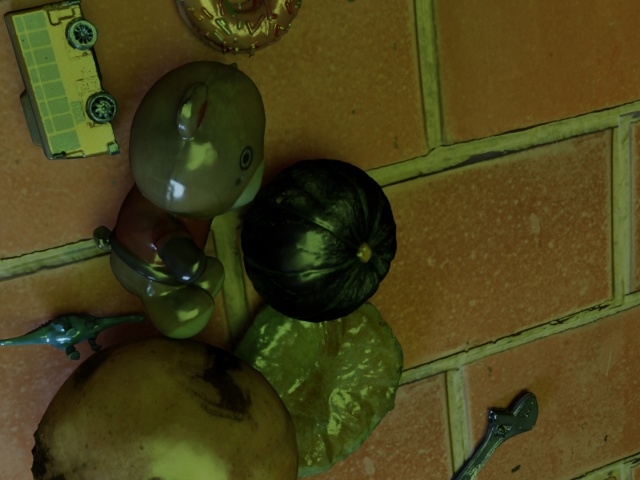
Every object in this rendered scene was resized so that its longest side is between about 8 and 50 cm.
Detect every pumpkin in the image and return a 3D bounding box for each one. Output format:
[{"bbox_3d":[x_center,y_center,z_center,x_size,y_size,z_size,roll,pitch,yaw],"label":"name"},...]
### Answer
[{"bbox_3d":[0.000,0.000,1.115,0.220,0.161,0.221,-21,119,-45],"label":"pumpkin"}]

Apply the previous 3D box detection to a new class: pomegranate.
[{"bbox_3d":[-0.187,0.267,1.045,0.322,0.322,0.322,-7,109,-20],"label":"pomegranate"}]

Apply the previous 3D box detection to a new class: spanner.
[{"bbox_3d":[0.259,0.386,1.443,0.093,0.026,0.325,35,93,-29],"label":"spanner"}]

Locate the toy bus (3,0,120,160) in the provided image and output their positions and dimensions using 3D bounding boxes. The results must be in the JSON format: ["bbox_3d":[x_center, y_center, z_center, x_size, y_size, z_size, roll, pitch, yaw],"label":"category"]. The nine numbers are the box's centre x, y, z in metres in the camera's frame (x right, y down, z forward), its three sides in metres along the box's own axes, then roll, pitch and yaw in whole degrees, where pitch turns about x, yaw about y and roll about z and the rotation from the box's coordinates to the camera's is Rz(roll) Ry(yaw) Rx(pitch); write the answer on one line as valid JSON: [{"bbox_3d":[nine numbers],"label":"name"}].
[{"bbox_3d":[-0.299,-0.182,0.987,0.103,0.091,0.182,-16,111,-15],"label":"toy bus"}]

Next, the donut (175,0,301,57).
[{"bbox_3d":[-0.094,-0.283,1.054,0.166,0.065,0.117,-16,111,-16],"label":"donut"}]

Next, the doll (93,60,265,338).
[{"bbox_3d":[-0.166,-0.057,1.023,0.174,0.235,0.330,21,110,1],"label":"doll"}]

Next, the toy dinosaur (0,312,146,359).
[{"bbox_3d":[-0.317,0.118,1.083,0.197,0.080,0.045,-8,105,-25],"label":"toy dinosaur"}]

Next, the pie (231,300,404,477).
[{"bbox_3d":[-0.008,0.205,1.245,0.306,0.071,0.307,-9,111,-23],"label":"pie"}]
